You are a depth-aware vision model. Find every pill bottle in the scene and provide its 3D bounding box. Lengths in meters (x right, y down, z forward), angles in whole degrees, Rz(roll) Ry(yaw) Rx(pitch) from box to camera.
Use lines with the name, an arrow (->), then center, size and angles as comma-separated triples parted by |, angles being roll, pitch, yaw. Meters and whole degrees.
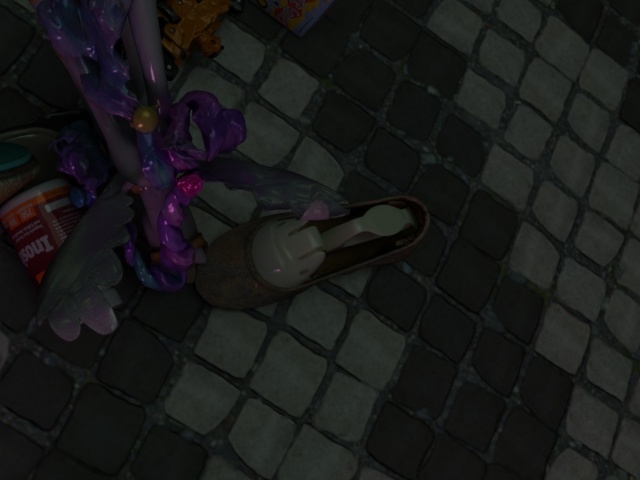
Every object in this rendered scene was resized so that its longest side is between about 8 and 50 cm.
pill bottle -> -0.277, 0.016, 1.167 | 0.086, 0.086, 0.152 | -27, 88, -30

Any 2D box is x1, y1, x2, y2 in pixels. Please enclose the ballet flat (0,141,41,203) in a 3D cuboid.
ballet flat -> -0.459, -0.030, 1.084 | 0.349, 0.123, 0.123 | -7, 78, -25

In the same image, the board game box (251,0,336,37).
board game box -> -0.079, -0.413, 1.359 | 0.275, 0.142, 0.144 | 34, 63, -13

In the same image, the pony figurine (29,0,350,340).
pony figurine -> -0.166, -0.087, 1.066 | 0.303, 0.351, 0.363 | -19, 107, -10

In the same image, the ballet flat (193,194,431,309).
ballet flat -> 0.000, 0.000, 1.296 | 0.316, 0.106, 0.107 | -18, 83, -29

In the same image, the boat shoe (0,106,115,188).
boat shoe -> -0.294, -0.112, 1.225 | 0.206, 0.075, 0.065 | -12, 38, -23

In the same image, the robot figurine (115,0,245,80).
robot figurine -> -0.231, -0.321, 1.291 | 0.291, 0.085, 0.211 | 44, 62, -7
